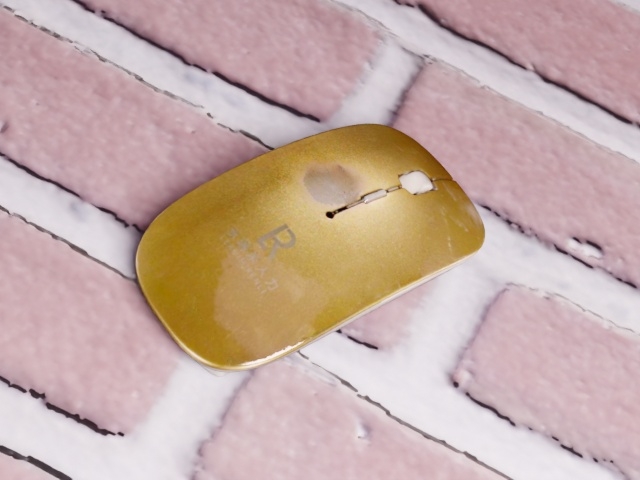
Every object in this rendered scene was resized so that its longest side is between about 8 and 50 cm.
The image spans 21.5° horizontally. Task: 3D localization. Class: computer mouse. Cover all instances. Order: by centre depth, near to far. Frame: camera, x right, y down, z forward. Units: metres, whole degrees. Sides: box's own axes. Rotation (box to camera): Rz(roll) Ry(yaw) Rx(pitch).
[{"bbox_3d":[0.000,-0.001,0.872,0.199,0.045,0.102,-25,67,-31],"label":"computer mouse"}]
